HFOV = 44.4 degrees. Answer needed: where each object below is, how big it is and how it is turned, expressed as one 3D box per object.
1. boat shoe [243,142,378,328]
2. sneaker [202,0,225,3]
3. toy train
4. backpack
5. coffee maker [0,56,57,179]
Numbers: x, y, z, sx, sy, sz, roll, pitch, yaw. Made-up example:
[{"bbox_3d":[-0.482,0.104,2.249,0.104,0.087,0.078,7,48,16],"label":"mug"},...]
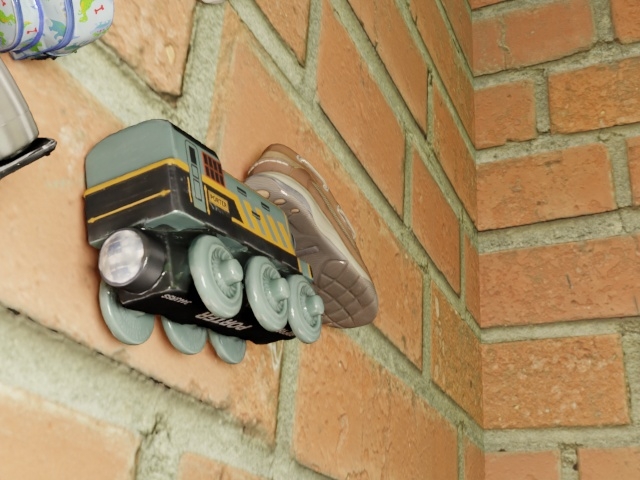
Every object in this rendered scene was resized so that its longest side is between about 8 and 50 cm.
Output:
[{"bbox_3d":[0.000,0.000,1.059,0.324,0.123,0.116,61,28,-43],"label":"boat shoe"},{"bbox_3d":[-0.133,-0.423,0.889,0.292,0.118,0.110,65,30,-32],"label":"sneaker"},{"bbox_3d":[-0.106,0.013,0.796,0.334,0.142,0.190,30,46,-62],"label":"toy train"},{"bbox_3d":[-0.220,-0.193,0.610,0.084,0.114,0.105,-30,113,-44],"label":"backpack"},{"bbox_3d":[-0.267,-0.106,0.466,0.171,0.120,0.178,-56,133,-56],"label":"coffee maker"}]
